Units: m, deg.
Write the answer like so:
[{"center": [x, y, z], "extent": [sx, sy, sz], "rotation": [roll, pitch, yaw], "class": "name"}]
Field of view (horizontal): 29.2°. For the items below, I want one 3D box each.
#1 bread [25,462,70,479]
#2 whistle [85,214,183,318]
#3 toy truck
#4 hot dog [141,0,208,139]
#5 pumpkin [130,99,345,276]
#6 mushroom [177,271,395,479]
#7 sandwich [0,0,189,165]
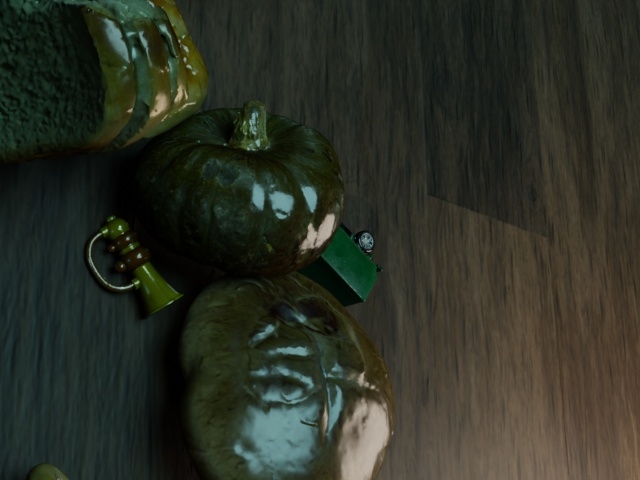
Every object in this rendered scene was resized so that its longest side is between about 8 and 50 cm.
[{"center": [-0.222, 0.312, 1.053], "extent": [0.134, 0.081, 0.225], "rotation": [31, 52, -38], "class": "bread"}, {"center": [-0.193, 0.029, 1.236], "extent": [0.109, 0.057, 0.046], "rotation": [53, 0, -2], "class": "whistle"}, {"center": [0.000, 0.000, 1.402], "extent": [0.147, 0.065, 0.079], "rotation": [48, 51, -21], "class": "toy truck"}, {"center": [-0.228, -0.210, 1.207], "extent": [0.150, 0.153, 0.256], "rotation": [-31, 95, -42], "class": "hot dog"}, {"center": [-0.073, -0.063, 1.253], "extent": [0.219, 0.219, 0.162], "rotation": [-20, 129, -46], "class": "pumpkin"}, {"center": [-0.036, 0.151, 1.250], "extent": [0.278, 0.146, 0.278], "rotation": [22, 53, -32], "class": "mushroom"}, {"center": [-0.255, -0.209, 1.078], "extent": [0.100, 0.254, 0.288], "rotation": [-29, 105, -49], "class": "sandwich"}]
